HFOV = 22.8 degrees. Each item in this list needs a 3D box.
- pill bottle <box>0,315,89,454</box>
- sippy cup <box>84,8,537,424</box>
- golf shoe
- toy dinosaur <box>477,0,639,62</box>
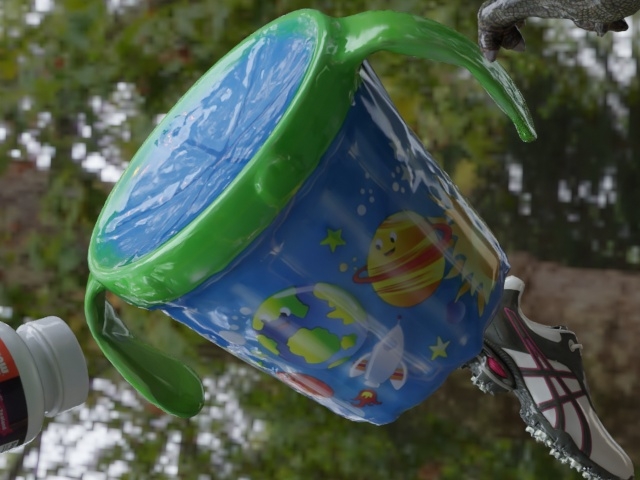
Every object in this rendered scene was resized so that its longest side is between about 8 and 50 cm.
[{"bbox_3d":[-0.287,0.125,1.263,0.193,0.108,0.108,-19,-66,-34],"label":"pill bottle"},{"bbox_3d":[0.000,0.000,1.085,0.224,0.305,0.240,40,-121,-22],"label":"sippy cup"},{"bbox_3d":[0.259,0.162,1.739,0.120,0.273,0.105,-46,4,-5],"label":"golf shoe"},{"bbox_3d":[0.164,-0.133,0.702,0.160,0.313,0.121,117,173,-50],"label":"toy dinosaur"}]
